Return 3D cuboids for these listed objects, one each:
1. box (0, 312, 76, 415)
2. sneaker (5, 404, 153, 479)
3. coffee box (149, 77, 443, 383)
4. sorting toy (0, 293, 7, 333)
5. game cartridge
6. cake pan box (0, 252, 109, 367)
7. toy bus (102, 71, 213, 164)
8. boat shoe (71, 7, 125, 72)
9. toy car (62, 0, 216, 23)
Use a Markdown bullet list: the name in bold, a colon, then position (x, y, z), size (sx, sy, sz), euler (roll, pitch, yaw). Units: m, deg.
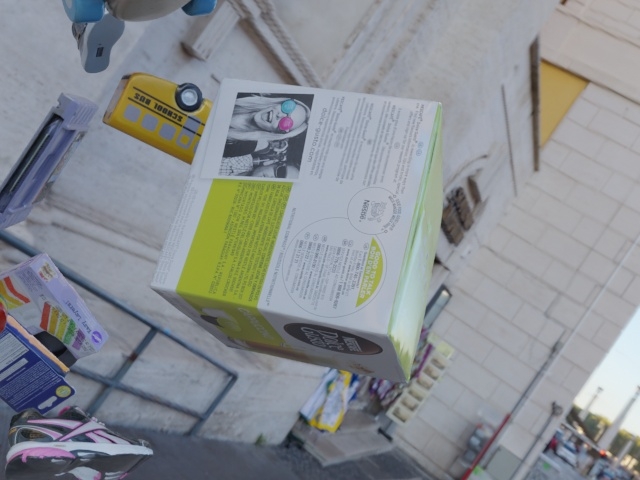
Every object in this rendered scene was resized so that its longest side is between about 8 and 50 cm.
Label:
- **box**: position (-0.580, 0.236, 1.180), size (0.225, 0.136, 0.036), euler (52, 15, -18)
- **sneaker**: position (-0.266, 0.222, 0.702), size (0.178, 0.072, 0.077), euler (35, 23, -53)
- **coffee box**: position (0.000, 0.000, 0.970), size (0.335, 0.338, 0.337), euler (10, -20, 15)
- **sorting toy**: position (-0.399, 0.026, 0.494), size (0.275, 0.132, 0.046), euler (4, 22, -27)
- **game cartridge**: position (-0.658, -0.187, 1.483), size (0.068, 0.355, 0.230), euler (34, 4, -8)
- **cake pan box**: position (-0.659, 0.184, 1.438), size (0.266, 0.246, 0.070), euler (62, 22, -23)
- **toy bus**: position (-0.217, -0.200, 1.162), size (0.333, 0.130, 0.108), euler (25, 0, -29)
- **boat shoe**: position (-0.406, -0.381, 1.114), size (0.183, 0.065, 0.083), euler (-33, -101, 54)
- **toy car**: position (-0.255, -0.447, 0.872), size (0.210, 0.219, 0.237), euler (-3, -78, 57)
